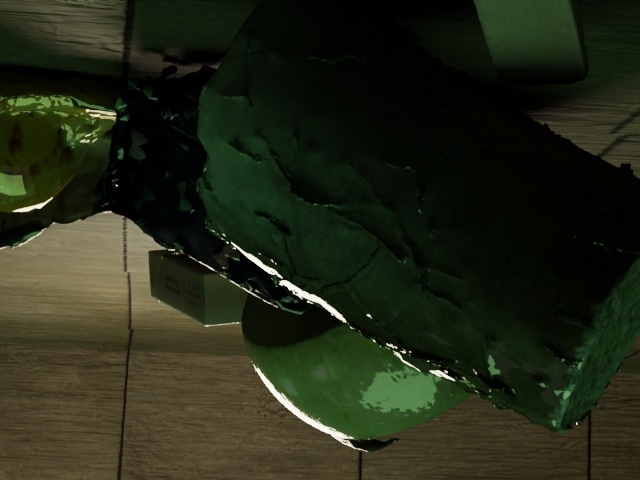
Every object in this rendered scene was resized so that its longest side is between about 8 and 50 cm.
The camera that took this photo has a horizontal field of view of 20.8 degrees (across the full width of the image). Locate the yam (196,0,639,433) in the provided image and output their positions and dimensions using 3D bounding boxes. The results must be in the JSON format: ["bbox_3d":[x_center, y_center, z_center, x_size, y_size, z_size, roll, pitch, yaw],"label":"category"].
[{"bbox_3d":[0.091,-0.022,1.294,0.348,0.241,0.241,34,-178,23],"label":"yam"}]

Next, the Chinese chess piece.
[{"bbox_3d":[0.090,0.040,1.692,0.349,0.349,0.146,-12,123,51],"label":"Chinese chess piece"}]

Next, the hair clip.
[{"bbox_3d":[0.123,-0.193,1.101,0.085,0.101,0.331,4,169,13],"label":"hair clip"}]

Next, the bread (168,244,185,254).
[{"bbox_3d":[-0.108,-0.026,2.042,0.139,0.084,0.074,-1,180,-8],"label":"bread"}]

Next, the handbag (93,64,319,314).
[{"bbox_3d":[-0.067,-0.054,1.570,0.260,0.162,0.113,26,-158,4],"label":"handbag"}]

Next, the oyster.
[{"bbox_3d":[-0.267,-0.064,1.779,0.345,0.128,0.078,-7,-172,13],"label":"oyster"}]

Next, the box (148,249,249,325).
[{"bbox_3d":[-0.103,0.049,2.062,0.149,0.067,0.233,-2,-173,-21],"label":"box"}]

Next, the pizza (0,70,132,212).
[{"bbox_3d":[-0.272,-0.085,1.656,0.204,0.080,0.188,-3,144,-2],"label":"pizza"}]
